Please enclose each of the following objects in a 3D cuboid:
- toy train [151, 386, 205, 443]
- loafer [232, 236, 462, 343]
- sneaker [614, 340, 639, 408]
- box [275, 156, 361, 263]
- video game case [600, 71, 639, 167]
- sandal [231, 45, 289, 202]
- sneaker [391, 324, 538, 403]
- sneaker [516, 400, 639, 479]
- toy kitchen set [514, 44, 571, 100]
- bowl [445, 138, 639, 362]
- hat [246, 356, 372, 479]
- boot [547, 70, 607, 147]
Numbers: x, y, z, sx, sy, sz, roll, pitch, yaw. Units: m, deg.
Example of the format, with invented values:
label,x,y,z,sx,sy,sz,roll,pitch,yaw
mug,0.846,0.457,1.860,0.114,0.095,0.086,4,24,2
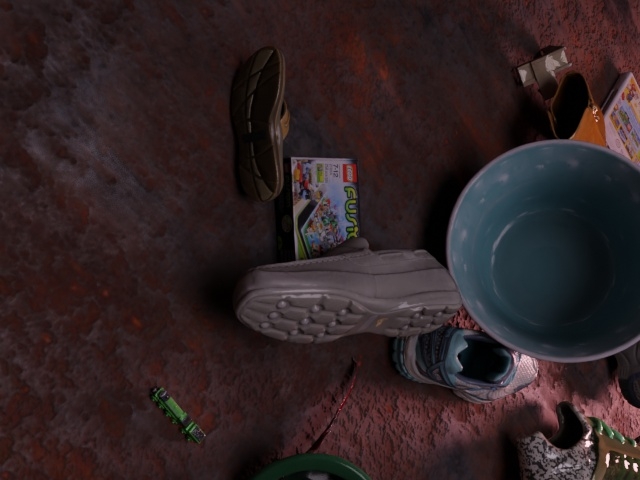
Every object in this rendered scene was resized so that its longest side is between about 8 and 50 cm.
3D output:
label,x,y,z,sx,sy,sz,roll,pitch,yaw
toy train,-0.156,0.192,0.898,0.017,0.024,0.083,-49,119,-30
loafer,0.031,0.054,0.971,0.320,0.112,0.111,5,50,-40
sneaker,0.568,0.164,1.483,0.129,0.111,0.297,-51,125,-47
box,0.000,0.000,1.026,0.114,0.036,0.206,-5,92,-41
video game case,0.578,-0.164,1.531,0.227,0.026,0.206,52,59,-26
sandal,-0.062,-0.135,0.959,0.049,0.072,0.180,-6,95,-56
sneaker,0.236,0.182,1.168,0.283,0.122,0.110,14,81,-39
sneaker,0.459,0.348,1.353,0.410,0.158,0.181,-5,80,-44
toy kitchen set,0.364,-0.272,1.346,0.083,0.075,0.068,-24,105,3
bowl,0.339,0.028,1.178,0.163,0.312,0.311,54,47,-73
hat,-0.005,0.297,1.026,0.209,0.183,0.172,-27,104,6
boot,0.405,-0.100,1.298,0.211,0.104,0.295,40,51,-55
